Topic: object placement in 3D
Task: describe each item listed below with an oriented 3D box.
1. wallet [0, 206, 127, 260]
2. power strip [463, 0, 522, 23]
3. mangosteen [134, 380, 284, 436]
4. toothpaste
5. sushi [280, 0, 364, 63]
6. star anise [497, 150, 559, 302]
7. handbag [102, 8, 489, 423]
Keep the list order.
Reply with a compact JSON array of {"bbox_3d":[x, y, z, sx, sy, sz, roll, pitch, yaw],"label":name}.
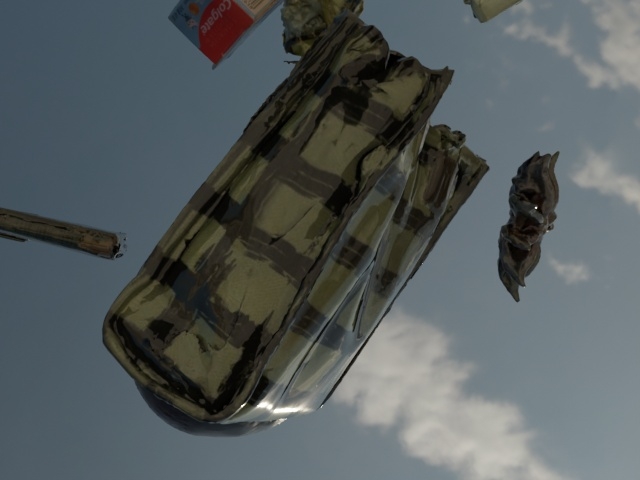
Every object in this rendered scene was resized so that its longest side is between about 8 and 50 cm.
[{"bbox_3d":[-0.421,-0.024,1.295,0.317,0.169,0.044,12,-94,-7],"label":"wallet"},{"bbox_3d":[0.228,-0.276,0.946,0.035,0.192,0.081,55,-159,-13],"label":"power strip"},{"bbox_3d":[-0.137,0.139,1.412,0.297,0.297,0.293,5,-133,-29],"label":"mangosteen"},{"bbox_3d":[-0.033,-0.185,0.650,0.044,0.070,0.193,44,-135,-9],"label":"toothpaste"},{"bbox_3d":[0.012,-0.379,1.309,0.131,0.290,0.139,7,-144,-6],"label":"sushi"},{"bbox_3d":[0.270,-0.028,1.254,0.061,0.204,0.180,18,-131,22],"label":"star anise"},{"bbox_3d":[0.000,0.000,0.850,0.162,0.327,0.325,38,-179,15],"label":"handbag"}]
